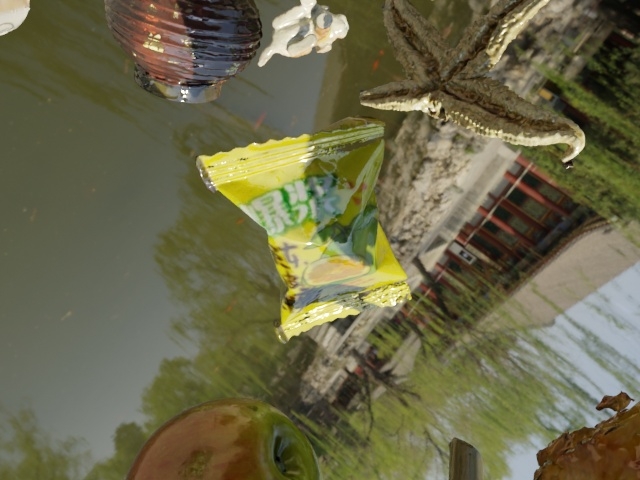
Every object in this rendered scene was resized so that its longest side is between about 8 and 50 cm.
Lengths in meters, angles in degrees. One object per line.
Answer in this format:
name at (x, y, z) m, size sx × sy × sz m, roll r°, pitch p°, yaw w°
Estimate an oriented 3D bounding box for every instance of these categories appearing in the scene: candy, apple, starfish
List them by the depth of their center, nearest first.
candy at (0.000, 0.000, 0.598) m, size 0.187 × 0.081 × 0.297 m, roll -17°, pitch 136°, yaw -2°
apple at (-0.113, 0.323, 0.676) m, size 0.226 × 0.246 × 0.246 m, roll -29°, pitch 172°, yaw 8°
starfish at (0.258, -0.311, 0.896) m, size 0.082 × 0.432 × 0.323 m, roll 21°, pitch 90°, yaw -46°

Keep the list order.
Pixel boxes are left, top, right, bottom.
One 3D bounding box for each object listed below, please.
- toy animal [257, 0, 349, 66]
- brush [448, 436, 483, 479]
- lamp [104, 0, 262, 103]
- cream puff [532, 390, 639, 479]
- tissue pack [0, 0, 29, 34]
toy animal at (-0.039, -0.442, 1.176) m, size 0.184 × 0.104 × 0.185 m, roll -32°, pitch -170°, yaw 24°
brush at (0.158, 0.337, 0.567) m, size 0.048 × 0.054 × 0.282 m, roll -46°, pitch -165°, yaw 36°
lamp at (-0.204, -0.341, 0.830) m, size 0.247 × 0.247 × 0.247 m, roll -50°, pitch 169°, yaw -13°
cream puff at (0.285, 0.260, 0.336) m, size 0.350 × 0.229 × 0.350 m, roll -174°, pitch -90°, yaw -76°
tissue pack at (-0.386, -0.143, 0.389) m, size 0.238 × 0.239 × 0.305 m, roll -60°, pitch -174°, yaw 33°
